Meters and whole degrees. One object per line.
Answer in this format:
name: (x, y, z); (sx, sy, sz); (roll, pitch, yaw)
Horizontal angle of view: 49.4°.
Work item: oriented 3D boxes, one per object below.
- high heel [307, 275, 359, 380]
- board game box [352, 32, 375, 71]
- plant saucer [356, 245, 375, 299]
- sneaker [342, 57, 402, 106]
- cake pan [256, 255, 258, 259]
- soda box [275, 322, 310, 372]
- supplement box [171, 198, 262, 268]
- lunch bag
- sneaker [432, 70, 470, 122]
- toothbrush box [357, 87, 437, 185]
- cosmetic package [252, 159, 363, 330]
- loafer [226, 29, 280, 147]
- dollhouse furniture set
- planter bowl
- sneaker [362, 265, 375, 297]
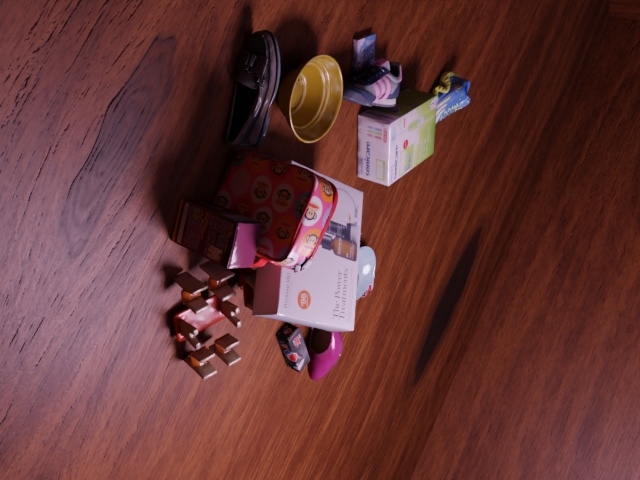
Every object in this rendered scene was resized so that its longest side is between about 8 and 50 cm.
high heel: (-0.011, 0.252, 2.141); (0.181, 0.127, 0.377); (11, 96, -45)
board game box: (0.121, -0.525, 1.941); (0.090, 0.020, 0.090); (-35, 135, -44)
plant saucer: (0.110, 0.106, 2.282); (0.195, 0.037, 0.195); (-29, 130, -41)
sneaker: (0.132, -0.443, 1.923); (0.319, 0.112, 0.131); (-22, 131, -61)
cake pan: (-0.055, -0.014, 1.826); (0.293, 0.054, 0.293); (9, 78, -48)
soda box: (-0.082, 0.325, 2.107); (0.060, 0.053, 0.169); (-49, 143, -30)
supplement box: (-0.229, -0.018, 1.530); (0.080, 0.188, 0.104); (-1, 109, -53)
lunch bag: (-0.121, -0.057, 1.579); (0.120, 0.293, 0.258); (21, 93, -51)
sneaker: (0.429, -0.464, 2.358); (0.240, 0.126, 0.091); (-64, 149, -8)
toothbrush box: (0.239, -0.325, 2.151); (0.283, 0.122, 0.206); (-34, 135, -42)
cosmetic package: (-0.023, 0.023, 1.745); (0.284, 0.097, 0.377); (17, 72, -44)
loafer: (-0.155, -0.334, 1.558); (0.084, 0.096, 0.268); (-15, 123, -47)
dollhouse furniture set: (-0.247, 0.163, 1.715); (0.259, 0.135, 0.262); (-26, 130, -34)
planter bowl: (-0.041, -0.358, 1.718); (0.217, 0.090, 0.217); (-35, 137, -42)
sneaker: (0.152, 0.143, 2.375); (0.067, 0.042, 0.118); (-46, 145, -39)
